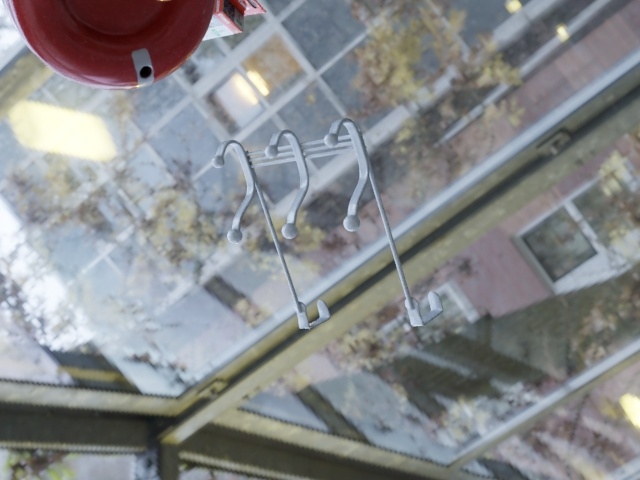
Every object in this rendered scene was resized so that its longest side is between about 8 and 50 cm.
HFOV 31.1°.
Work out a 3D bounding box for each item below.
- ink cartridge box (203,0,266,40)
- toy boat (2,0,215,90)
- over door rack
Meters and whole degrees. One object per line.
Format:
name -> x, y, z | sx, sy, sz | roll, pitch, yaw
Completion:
ink cartridge box -> -0.141, -0.319, 1.640 | 0.063, 0.115, 0.029 | 38, -130, -58
toy boat -> -0.128, -0.196, 0.732 | 0.151, 0.151, 0.231 | 51, 152, 43
over door rack -> 0.000, 0.000, 1.594 | 0.108, 0.239, 0.324 | -46, -61, -40
